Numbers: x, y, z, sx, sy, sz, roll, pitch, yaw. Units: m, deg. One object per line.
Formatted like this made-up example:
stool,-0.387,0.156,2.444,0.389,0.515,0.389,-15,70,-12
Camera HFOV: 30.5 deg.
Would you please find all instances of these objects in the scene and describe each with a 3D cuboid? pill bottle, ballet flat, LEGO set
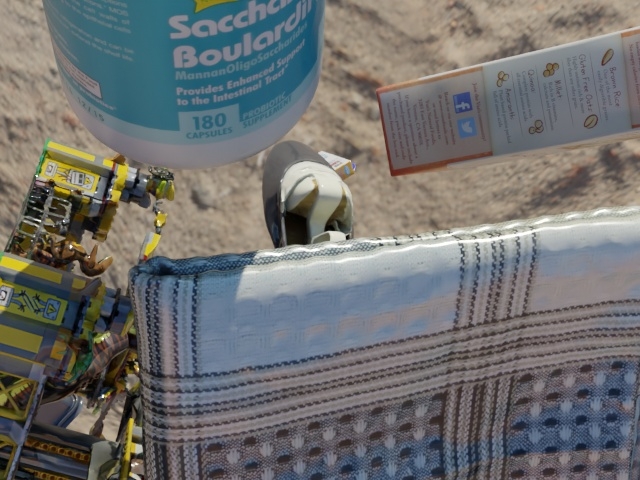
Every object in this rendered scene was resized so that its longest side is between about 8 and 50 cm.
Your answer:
pill bottle,-0.067,-0.161,0.550,0.146,0.264,0.146,1,59,-1
ballet flat,0.000,0.000,0.830,0.074,0.074,0.203,1,58,-8
LEGO set,-0.144,0.085,0.833,0.192,0.331,0.255,18,102,-13

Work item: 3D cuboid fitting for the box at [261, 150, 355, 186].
box,-0.013,-0.097,1.803,0.136,0.081,0.028,-34,121,-23

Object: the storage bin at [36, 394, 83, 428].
storage bin,-0.446,0.252,1.781,0.135,0.091,0.098,-44,47,0

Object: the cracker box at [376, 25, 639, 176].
cracker box,0.176,-0.096,0.795,0.232,0.155,0.067,-10,91,31

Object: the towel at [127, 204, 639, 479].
towel,0.068,0.134,0.651,0.324,0.056,0.312,-7,116,-14

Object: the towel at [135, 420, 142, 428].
towel,-0.189,0.306,1.893,0.237,0.102,0.021,9,34,-32
